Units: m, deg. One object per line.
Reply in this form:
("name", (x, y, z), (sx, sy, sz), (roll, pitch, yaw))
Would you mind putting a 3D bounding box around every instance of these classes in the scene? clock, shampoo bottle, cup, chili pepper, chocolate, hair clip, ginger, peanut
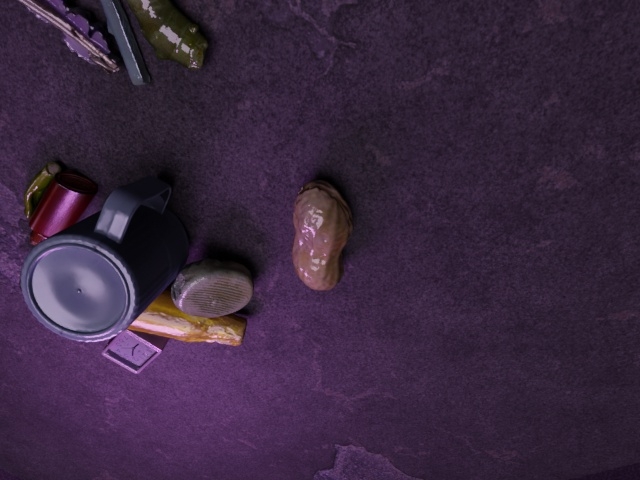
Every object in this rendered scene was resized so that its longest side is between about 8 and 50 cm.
("clock", (-0.629, 0.356, 1.367), (0.150, 0.063, 0.197), (39, 121, -19))
("shampoo bottle", (-0.698, -0.074, 1.075), (0.260, 0.065, 0.102), (-38, 144, 29))
("cup", (-0.457, 0.041, 0.948), (0.330, 0.311, 0.257), (-31, 106, 10))
("chili pepper", (-0.734, -0.136, 1.053), (0.050, 0.052, 0.201), (41, 120, -19))
("chocolate", (-0.440, 0.225, 1.193), (0.444, 0.162, 0.162), (17, 125, -5))
("hair clip", (-0.523, -0.447, 0.796), (0.292, 0.085, 0.106), (38, 126, -23))
("ginger", (-0.304, -0.464, 0.747), (0.137, 0.089, 0.290), (-9, 121, 4))
("peanut", (0.000, 0.000, 0.990), (0.148, 0.149, 0.314), (8, 125, 3))

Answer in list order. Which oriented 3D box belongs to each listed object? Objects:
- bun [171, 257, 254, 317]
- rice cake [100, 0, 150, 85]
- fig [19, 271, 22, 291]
("bun", (-0.293, 0.124, 1.111), (0.220, 0.108, 0.221), (-15, 140, -13))
("rice cake", (-0.404, -0.412, 0.829), (0.042, 0.030, 0.180), (-1, 123, 17))
("fig", (-0.776, 0.102, 1.167), (0.147, 0.142, 0.186), (15, 144, -35))
